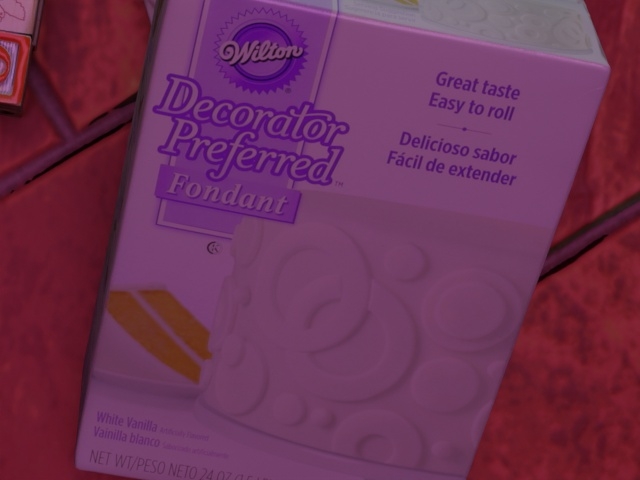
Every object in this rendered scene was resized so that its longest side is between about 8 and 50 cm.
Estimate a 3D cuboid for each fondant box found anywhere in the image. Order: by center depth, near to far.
[{"bbox_3d":[0.000,0.000,1.013,0.238,0.096,0.330,10,120,-8],"label":"fondant box"}]

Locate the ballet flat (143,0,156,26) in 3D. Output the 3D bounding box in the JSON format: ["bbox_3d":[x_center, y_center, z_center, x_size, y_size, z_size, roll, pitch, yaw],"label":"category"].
[{"bbox_3d":[-0.041,-0.141,1.071,0.139,0.139,0.400,-26,93,-8],"label":"ballet flat"}]

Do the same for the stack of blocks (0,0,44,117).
[{"bbox_3d":[-0.243,-0.236,1.062,0.171,0.087,0.297,8,88,-9],"label":"stack of blocks"}]
